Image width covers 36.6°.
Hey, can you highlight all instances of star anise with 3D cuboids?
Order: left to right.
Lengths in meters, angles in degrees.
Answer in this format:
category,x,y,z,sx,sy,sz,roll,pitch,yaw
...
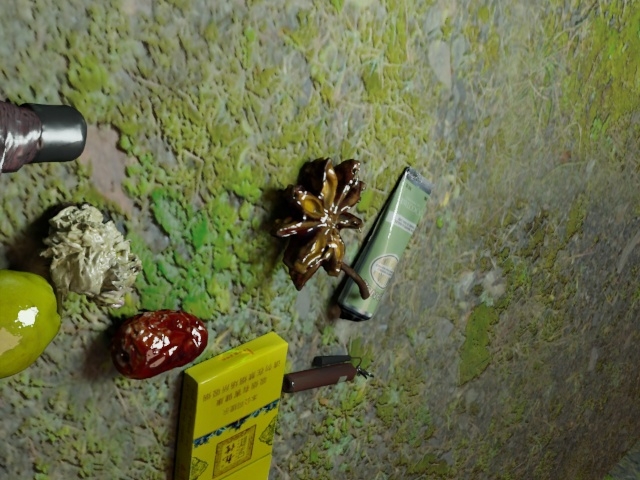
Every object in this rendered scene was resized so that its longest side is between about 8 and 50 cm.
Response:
category,x,y,z,sx,sy,sz,roll,pitch,yaw
star anise,0.002,0.003,1.227,0.177,0.073,0.233,-28,121,-42

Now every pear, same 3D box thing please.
category,x,y,z,sx,sy,sz,roll,pitch,yaw
pear,-0.314,0.082,0.926,0.131,0.107,0.107,-27,137,-25

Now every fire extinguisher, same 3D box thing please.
category,x,y,z,sx,sy,sz,roll,pitch,yaw
fire extinguisher,0.010,0.194,1.445,0.173,0.035,0.048,-2,82,-47

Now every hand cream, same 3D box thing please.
category,x,y,z,sx,sy,sz,roll,pitch,yaw
hand cream,0.092,0.012,1.368,0.086,0.055,0.235,29,89,-57

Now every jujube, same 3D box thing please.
category,x,y,z,sx,sy,sz,roll,pitch,yaw
jujube,-0.184,0.118,1.125,0.129,0.077,0.077,-7,124,-51

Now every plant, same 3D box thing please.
category,x,y,z,sx,sy,sz,roll,pitch,yaw
plant,-0.249,0.027,0.989,0.122,0.104,0.116,-37,119,19

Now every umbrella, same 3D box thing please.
category,x,y,z,sx,sy,sz,roll,pitch,yaw
umbrella,-0.333,-0.080,0.777,0.326,0.090,0.094,-5,101,-46

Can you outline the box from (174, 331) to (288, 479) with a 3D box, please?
category,x,y,z,sx,sy,sz,roll,pitch,yaw
box,-0.128,0.265,1.339,0.153,0.041,0.279,-21,133,-39
